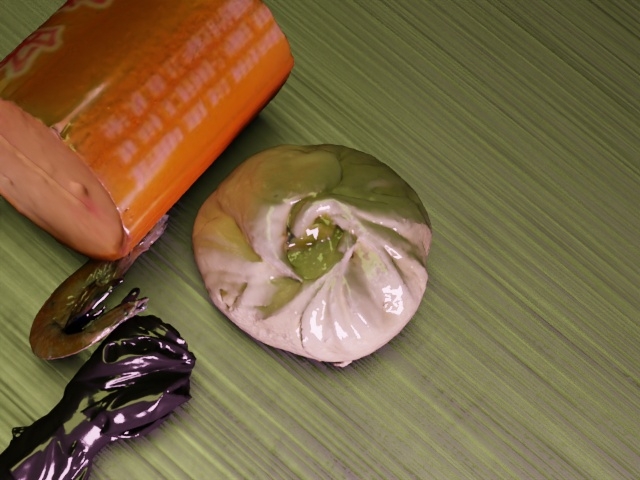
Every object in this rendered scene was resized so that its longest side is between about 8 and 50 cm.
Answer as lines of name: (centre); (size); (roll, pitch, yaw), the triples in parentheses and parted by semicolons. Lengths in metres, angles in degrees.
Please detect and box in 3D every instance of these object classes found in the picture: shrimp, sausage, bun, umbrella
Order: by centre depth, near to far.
umbrella: (-0.267, 0.211, 1.411); (0.340, 0.118, 0.118); (-43, 78, -14)
sausage: (-0.200, -0.153, 1.451); (0.233, 0.233, 0.287); (37, 61, 9)
shrimp: (-0.220, 0.040, 1.461); (0.219, 0.152, 0.046); (-50, 117, -23)
bun: (0.000, 0.000, 1.473); (0.259, 0.160, 0.259); (1, 68, -3)
